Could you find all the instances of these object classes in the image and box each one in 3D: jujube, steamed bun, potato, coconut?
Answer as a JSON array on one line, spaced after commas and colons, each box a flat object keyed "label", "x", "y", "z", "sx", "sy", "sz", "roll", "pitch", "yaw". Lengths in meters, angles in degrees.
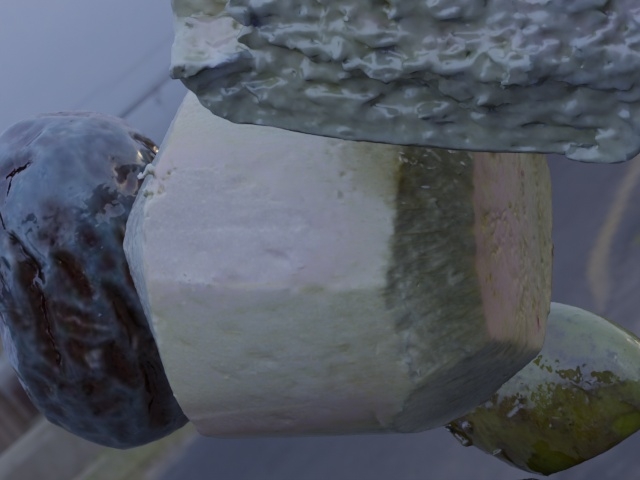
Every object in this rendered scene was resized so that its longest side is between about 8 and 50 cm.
[{"label": "jujube", "x": -0.200, "y": 0.025, "z": 1.730, "sx": 0.215, "sy": 0.308, "sz": 0.246, "roll": -25, "pitch": 41, "yaw": -9}, {"label": "steamed bun", "x": 0.043, "y": -0.139, "z": 0.896, "sx": 0.225, "sy": 0.170, "sz": 0.200, "roll": 0, "pitch": 33, "yaw": 7}, {"label": "potato", "x": 0.208, "y": 0.139, "z": 1.820, "sx": 0.141, "sy": 0.176, "sz": 0.298, "roll": -44, "pitch": 27, "yaw": -25}, {"label": "coconut", "x": 0.000, "y": 0.000, "z": 1.119, "sx": 0.244, "sy": 0.239, "sz": 0.239, "roll": -3, "pitch": 17, "yaw": 21}]

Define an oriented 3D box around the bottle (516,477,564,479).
[{"label": "bottle", "x": 0.229, "y": 0.272, "z": 1.818, "sx": 0.152, "sy": 0.099, "sz": 0.099, "roll": 7, "pitch": -20, "yaw": -22}]
